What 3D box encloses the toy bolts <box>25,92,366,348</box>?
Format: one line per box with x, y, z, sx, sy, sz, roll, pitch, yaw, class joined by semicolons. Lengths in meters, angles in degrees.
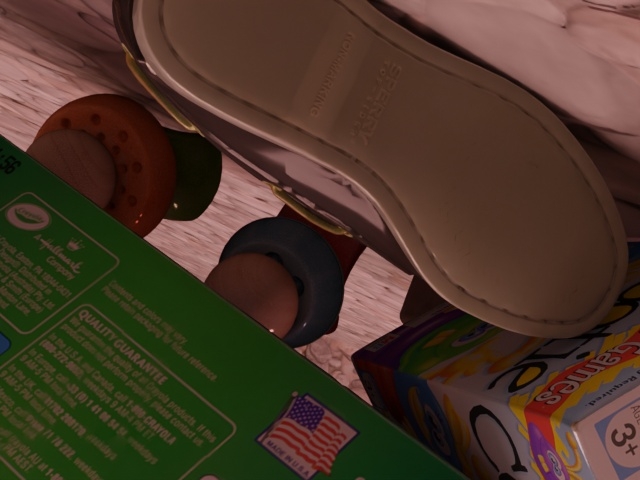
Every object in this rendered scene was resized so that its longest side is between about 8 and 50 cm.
-0.098;0.028;0.801;0.228;0.218;0.158;19;-166;14;toy bolts

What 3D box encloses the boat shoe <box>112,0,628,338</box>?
0.023;-0.038;0.461;0.227;0.081;0.068;35;173;-24;boat shoe

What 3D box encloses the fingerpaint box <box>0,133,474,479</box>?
-0.098;0.174;0.702;0.445;0.163;0.371;33;150;32;fingerpaint box

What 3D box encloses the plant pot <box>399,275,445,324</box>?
0.168;0.188;0.861;0.323;0.280;0.323;24;175;2;plant pot

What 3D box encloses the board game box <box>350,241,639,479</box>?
0.138;0.093;0.558;0.144;0.142;0.275;64;166;-6;board game box
